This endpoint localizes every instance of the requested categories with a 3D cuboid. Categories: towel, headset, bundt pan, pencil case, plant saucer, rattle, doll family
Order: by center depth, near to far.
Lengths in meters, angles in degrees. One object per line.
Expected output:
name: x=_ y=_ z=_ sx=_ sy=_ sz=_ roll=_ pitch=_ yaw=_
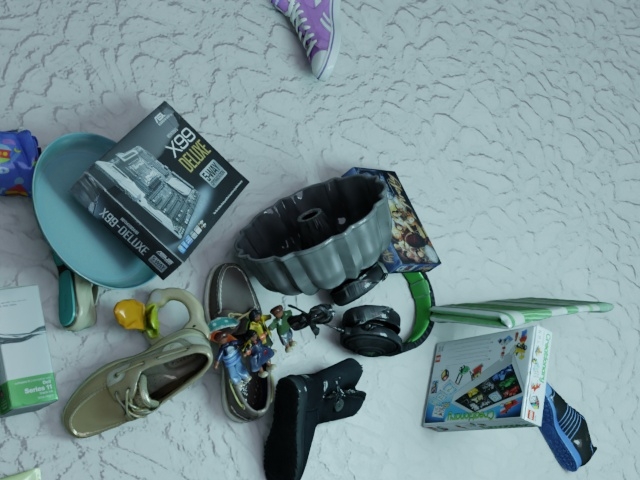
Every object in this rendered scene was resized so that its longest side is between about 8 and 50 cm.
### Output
pencil case: x=-0.659 y=-0.151 z=1.650 sx=0.306 sy=0.119 sz=0.133 roll=3 pitch=89 yaw=-24
rattle: x=-0.260 y=0.151 z=1.694 sx=0.199 sy=0.143 sz=0.130 roll=22 pitch=68 yaw=20
doll family: x=-0.124 y=0.188 z=1.697 sx=0.193 sy=0.076 sz=0.111 roll=-46 pitch=125 yaw=-48
plant saucer: x=-0.416 y=-0.051 z=1.713 sx=0.317 sy=0.043 sz=0.318 roll=32 pitch=46 yaw=-39
bundt pan: x=0.000 y=0.000 z=1.812 sx=0.331 sy=0.330 sz=0.124 roll=-36 pitch=115 yaw=-29
headset: x=0.100 y=0.126 z=1.877 sx=0.394 sy=0.185 sz=0.243 roll=-11 pitch=79 yaw=-38
towel: x=0.431 y=0.155 z=1.960 sx=0.324 sy=0.248 sz=0.038 roll=-2 pitch=90 yaw=-36

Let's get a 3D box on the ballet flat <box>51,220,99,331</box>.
ballet flat: x=-0.459 y=0.051 z=1.714 sx=0.086 sy=0.086 sz=0.249 roll=0 pitch=76 yaw=-25

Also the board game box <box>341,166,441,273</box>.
board game box: x=0.155 y=-0.044 z=1.969 sx=0.165 sy=0.042 sz=0.243 roll=0 pitch=60 yaw=-52

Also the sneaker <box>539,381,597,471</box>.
sneaker: x=0.548 y=0.404 z=2.062 sx=0.090 sy=0.081 sz=0.232 roll=-28 pitch=94 yaw=-31

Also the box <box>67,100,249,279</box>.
box: x=-0.303 y=-0.104 z=1.757 sx=0.242 sy=0.076 sz=0.307 roll=45 pitch=38 yaw=-9

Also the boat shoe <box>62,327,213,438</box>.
boat shoe: x=-0.330 y=0.267 z=1.634 sx=0.302 sy=0.098 sz=0.109 roll=-30 pitch=111 yaw=-5

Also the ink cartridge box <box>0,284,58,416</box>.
ink cartridge box: x=-0.533 y=0.194 z=1.584 sx=0.086 sy=0.153 sz=0.209 roll=-7 pitch=78 yaw=-32

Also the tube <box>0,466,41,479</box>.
tube: x=-0.592 y=0.454 z=1.539 sx=0.240 sy=0.062 sz=0.070 roll=-4 pitch=120 yaw=-30

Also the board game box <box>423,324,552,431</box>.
board game box: x=0.339 y=0.290 z=1.868 sx=0.053 sy=0.305 sz=0.193 roll=25 pitch=66 yaw=-26

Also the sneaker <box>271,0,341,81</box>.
sneaker: x=-0.039 y=-0.490 z=2.057 sx=0.161 sy=0.102 sz=0.282 roll=10 pitch=60 yaw=-18

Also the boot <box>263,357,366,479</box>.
boot: x=-0.002 y=0.364 z=1.802 sx=0.207 sy=0.094 sz=0.247 roll=-4 pitch=106 yaw=-45

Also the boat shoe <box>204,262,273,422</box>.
boat shoe: x=-0.155 y=0.193 z=1.790 sx=0.116 sy=0.096 sz=0.325 roll=-1 pitch=75 yaw=-26
